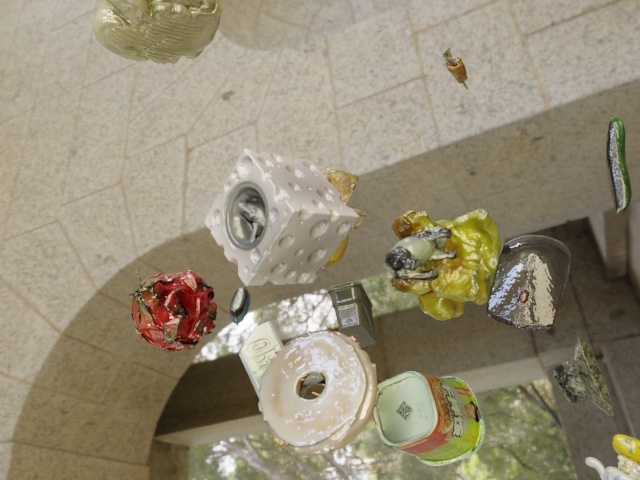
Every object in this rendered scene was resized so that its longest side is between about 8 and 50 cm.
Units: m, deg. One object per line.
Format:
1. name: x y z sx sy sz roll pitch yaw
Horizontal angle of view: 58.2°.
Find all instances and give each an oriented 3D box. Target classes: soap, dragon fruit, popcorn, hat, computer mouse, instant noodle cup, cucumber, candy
1. soap: -0.215 0.491 2.320 0.289 0.173 0.095 61 160 22
2. dragon fruit: -0.398 0.168 1.521 0.293 0.234 0.233 71 -166 -46
3. popcorn: 0.363 0.058 1.569 0.321 0.325 0.290 43 -166 35
4. hat: 0.806 0.437 1.794 0.265 0.128 0.265 44 -151 -33
5. computer mouse: 0.510 0.085 1.398 0.295 0.169 0.087 -60 -31 -37
6. instant noodle cup: 0.321 0.539 1.779 0.308 0.294 0.293 32 -137 -47
7. cucumber: 0.760 -0.193 1.472 0.056 0.056 0.284 42 -130 -56
8. candy: 0.399 -0.502 1.676 0.182 0.046 0.053 26 -147 -54

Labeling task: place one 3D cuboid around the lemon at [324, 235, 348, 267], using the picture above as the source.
1. lemon: 0.000 0.000 2.076 0.260 0.204 0.204 -54 -55 -74

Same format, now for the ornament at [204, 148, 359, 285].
1. ornament: -0.101 -0.054 1.443 0.240 0.239 0.239 2 -139 -47

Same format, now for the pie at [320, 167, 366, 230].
1. pie: 0.037 -0.140 2.417 0.337 0.338 0.075 64 173 -24

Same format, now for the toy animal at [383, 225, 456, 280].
1. toy animal: 0.247 0.026 1.392 0.225 0.121 0.093 -38 -58 -33

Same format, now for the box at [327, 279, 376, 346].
1. box: 0.133 0.290 2.228 0.274 0.138 0.178 55 -158 -55

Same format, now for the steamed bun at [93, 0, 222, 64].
1. steamed bun: -0.476 -0.684 1.658 0.340 0.352 0.247 -4 -102 -29

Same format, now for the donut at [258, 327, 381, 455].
1. donut: -0.003 0.455 1.731 0.142 0.383 0.382 52 -153 -55

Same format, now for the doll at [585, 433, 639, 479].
1. doll: 0.534 0.403 1.009 0.072 0.135 0.113 37 -120 -33

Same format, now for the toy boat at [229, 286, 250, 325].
1. toy boat: -0.239 0.198 1.713 0.137 0.060 0.060 -89 -10 -57
